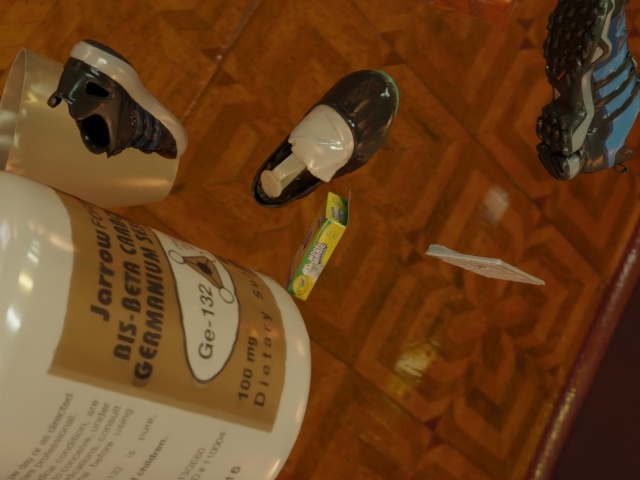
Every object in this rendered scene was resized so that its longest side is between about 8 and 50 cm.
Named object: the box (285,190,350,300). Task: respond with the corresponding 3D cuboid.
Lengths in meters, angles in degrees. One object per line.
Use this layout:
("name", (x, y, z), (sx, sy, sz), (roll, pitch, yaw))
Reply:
("box", (0.000, 0.000, 1.574), (0.043, 0.105, 0.179), (26, 115, -9))

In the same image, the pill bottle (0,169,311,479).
("pill bottle", (-0.125, 0.043, 0.412), (0.229, 0.131, 0.131), (25, 78, -40))

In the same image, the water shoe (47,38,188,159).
("water shoe", (-0.197, -0.115, 0.911), (0.080, 0.073, 0.203), (-58, 157, -10))

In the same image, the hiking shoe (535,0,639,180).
("hiking shoe", (0.375, -0.229, 1.276), (0.132, 0.113, 0.304), (-8, 125, -17))

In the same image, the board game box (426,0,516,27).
("board game box", (0.047, -0.404, 0.760), (0.356, 0.356, 0.356), (21, 102, 7))

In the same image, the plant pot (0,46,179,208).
("plant pot", (-0.378, -0.154, 1.555), (0.274, 0.256, 0.256), (12, 86, -26))

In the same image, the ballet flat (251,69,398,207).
("ballet flat", (-0.005, -0.105, 1.158), (0.096, 0.280, 0.095), (-37, 87, -35))

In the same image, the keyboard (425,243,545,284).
("keyboard", (0.176, 0.030, 0.981), (0.256, 0.072, 0.014), (16, 88, -67))
